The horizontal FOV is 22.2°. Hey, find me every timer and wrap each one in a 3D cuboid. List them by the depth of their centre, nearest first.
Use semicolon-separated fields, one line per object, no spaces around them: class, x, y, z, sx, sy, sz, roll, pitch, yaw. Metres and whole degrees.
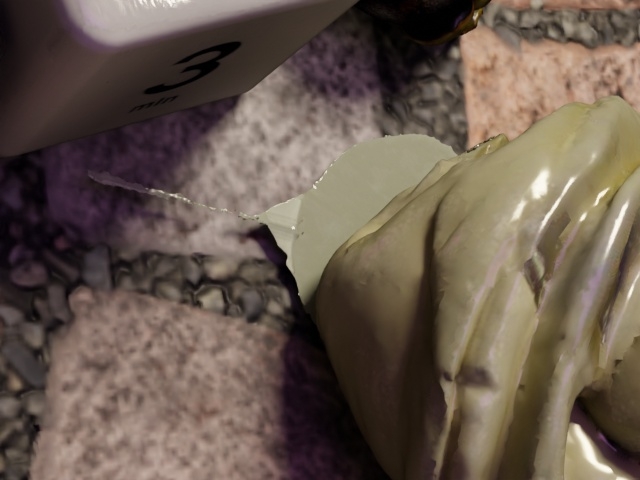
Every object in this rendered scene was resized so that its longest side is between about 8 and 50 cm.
timer;-0.108;-0.178;0.892;0.192;0.195;0.194;-19;84;-29

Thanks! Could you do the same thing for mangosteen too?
mangosteen;0.068;-0.190;1.034;0.137;0.137;0.151;-62;140;-26

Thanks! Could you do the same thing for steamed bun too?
steamed bun;0.211;0.072;0.951;0.394;0.237;0.346;25;64;-20

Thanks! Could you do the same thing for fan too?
fan;-0.001;0.000;1.000;0.310;0.010;0.182;17;69;-24

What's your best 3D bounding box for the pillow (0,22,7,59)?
pillow;-0.301;-0.138;0.814;0.255;0.034;0.189;-20;90;2
